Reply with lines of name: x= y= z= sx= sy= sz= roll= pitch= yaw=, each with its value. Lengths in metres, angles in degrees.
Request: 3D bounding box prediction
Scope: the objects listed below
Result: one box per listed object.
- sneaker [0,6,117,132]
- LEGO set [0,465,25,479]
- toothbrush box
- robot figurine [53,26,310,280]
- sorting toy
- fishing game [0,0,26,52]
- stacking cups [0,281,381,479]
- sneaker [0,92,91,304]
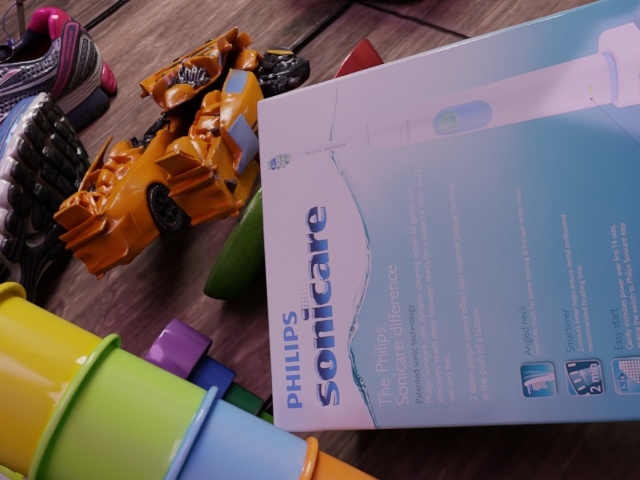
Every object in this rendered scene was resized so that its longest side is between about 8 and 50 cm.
sneaker: x=-0.362 y=-0.128 z=0.767 sx=0.121 sy=0.112 sz=0.299 roll=26 pitch=65 yaw=30
LEGO set: x=-0.157 y=0.149 z=0.476 sx=0.287 sy=0.132 sz=0.107 roll=30 pitch=57 yaw=3
toothbrush box: x=0.118 y=-0.002 z=0.432 sx=0.296 sy=0.126 sz=0.216 roll=-11 pitch=77 yaw=27
robot figurine: x=-0.115 y=-0.098 z=0.641 sx=0.211 sy=0.085 sz=0.291 roll=-23 pitch=32 yaw=21
sorting toy: x=0.000 y=0.000 z=0.595 sx=0.126 sy=0.127 sz=0.365 roll=31 pitch=66 yaw=0
fishing game: x=-0.420 y=-0.163 z=0.801 sx=0.041 sy=0.189 sz=0.264 roll=45 pitch=70 yaw=-9
stacking cups: x=-0.052 y=0.137 z=0.390 sx=0.316 sy=0.096 sz=0.096 roll=28 pitch=61 yaw=-1
sneaker: x=-0.320 y=-0.008 z=0.652 sx=0.147 sy=0.129 sz=0.330 roll=3 pitch=54 yaw=15
